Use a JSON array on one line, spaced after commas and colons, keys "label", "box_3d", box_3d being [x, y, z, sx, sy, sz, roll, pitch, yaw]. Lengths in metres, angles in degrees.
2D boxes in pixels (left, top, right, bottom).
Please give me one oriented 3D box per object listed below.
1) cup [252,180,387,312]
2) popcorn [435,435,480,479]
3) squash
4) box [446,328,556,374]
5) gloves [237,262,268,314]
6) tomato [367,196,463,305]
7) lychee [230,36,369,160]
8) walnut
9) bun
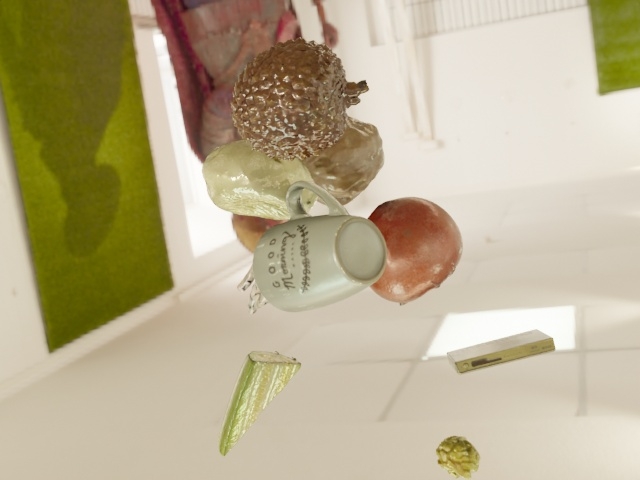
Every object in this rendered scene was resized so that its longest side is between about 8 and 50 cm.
[{"label": "cup", "box_3d": [0.000, 0.000, 1.564, 0.186, 0.258, 0.234, -5, 171, -39]}, {"label": "popcorn", "box_3d": [0.374, 0.588, 2.169, 0.120, 0.116, 0.106, 3, -179, 8]}, {"label": "squash", "box_3d": [-0.196, 0.465, 2.308, 0.203, 0.289, 0.111, 11, -173, -44]}, {"label": "box", "box_3d": [0.488, 0.304, 2.173, 0.270, 0.045, 0.211, -15, 180, 1]}, {"label": "gloves", "box_3d": [-0.146, 0.121, 2.223, 0.127, 0.212, 0.111, 20, -170, -28]}, {"label": "tomato", "box_3d": [0.208, 0.017, 1.943, 0.264, 0.265, 0.265, -9, -171, 1]}, {"label": "lychee", "box_3d": [-0.036, -0.235, 1.333, 0.238, 0.200, 0.200, -7, -171, 11]}, {"label": "walnut", "box_3d": [0.033, -0.210, 2.081, 0.273, 0.227, 0.273, 3, -144, -2]}, {"label": "bun", "box_3d": [-0.139, -0.143, 1.741, 0.259, 0.160, 0.259, 5, 170, 1]}]
